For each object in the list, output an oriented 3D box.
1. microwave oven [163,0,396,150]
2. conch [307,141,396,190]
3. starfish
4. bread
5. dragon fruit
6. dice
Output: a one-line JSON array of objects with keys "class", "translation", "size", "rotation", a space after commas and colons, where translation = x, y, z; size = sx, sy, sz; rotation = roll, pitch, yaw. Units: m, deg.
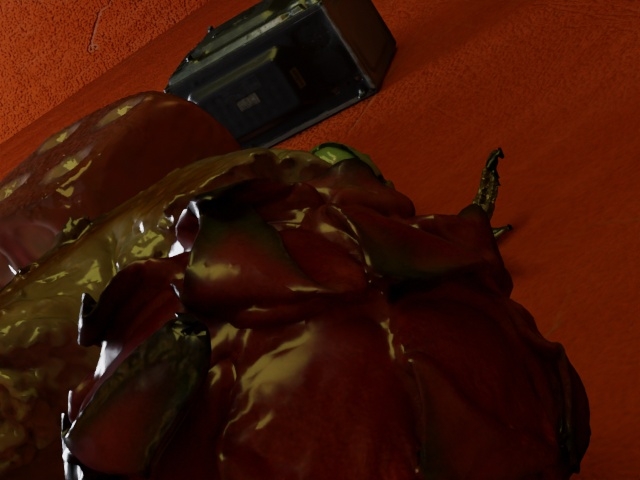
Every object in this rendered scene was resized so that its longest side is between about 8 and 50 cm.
[{"class": "microwave oven", "translation": [-0.044, -0.191, 1.502], "size": [0.205, 0.129, 0.163], "rotation": [-27, 18, 22]}, {"class": "conch", "translation": [0.000, 0.000, 1.022], "size": [0.106, 0.079, 0.170], "rotation": [-15, 40, 59]}, {"class": "starfish", "translation": [0.089, -0.003, 0.909], "size": [0.130, 0.041, 0.133], "rotation": [-49, 28, -19]}, {"class": "bread", "translation": [-0.118, 0.071, 0.866], "size": [0.314, 0.171, 0.192], "rotation": [-37, 15, -13]}, {"class": "dragon fruit", "translation": [-0.016, 0.108, 0.554], "size": [0.234, 0.234, 0.293], "rotation": [-13, 41, 48]}, {"class": "dice", "translation": [-0.156, -0.002, 1.115], "size": [0.174, 0.175, 0.179], "rotation": [-18, 22, 38]}]
